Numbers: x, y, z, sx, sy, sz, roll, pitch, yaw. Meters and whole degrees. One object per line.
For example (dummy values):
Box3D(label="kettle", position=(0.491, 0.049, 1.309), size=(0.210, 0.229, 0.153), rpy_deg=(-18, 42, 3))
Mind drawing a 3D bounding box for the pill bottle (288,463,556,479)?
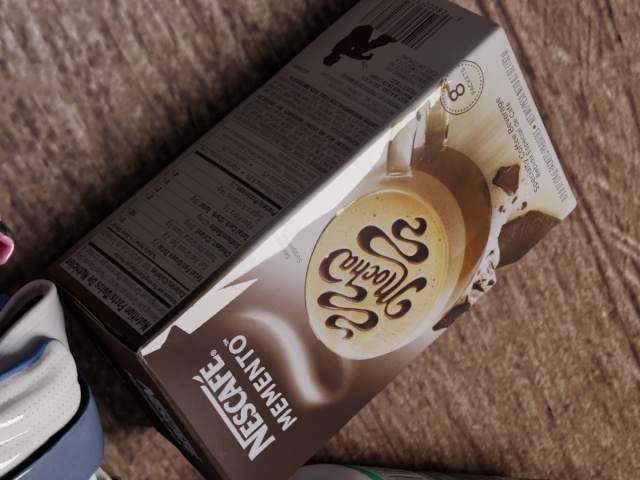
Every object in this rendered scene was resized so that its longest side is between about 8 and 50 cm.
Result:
Box3D(label="pill bottle", position=(0.117, 0.271, 1.321), size=(0.361, 0.204, 0.204), rpy_deg=(11, 106, -41))

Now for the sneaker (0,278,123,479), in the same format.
Box3D(label="sneaker", position=(-0.143, 0.142, 1.097), size=(0.323, 0.130, 0.236), rpy_deg=(1, 107, -44))

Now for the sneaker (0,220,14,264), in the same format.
Box3D(label="sneaker", position=(-0.224, 0.007, 1.010), size=(0.119, 0.057, 0.047), rpy_deg=(-18, 125, -29))

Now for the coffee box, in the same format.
Box3D(label="coffee box", position=(0.000, 0.000, 1.141), size=(0.297, 0.119, 0.168), rpy_deg=(-42, 133, -13))
